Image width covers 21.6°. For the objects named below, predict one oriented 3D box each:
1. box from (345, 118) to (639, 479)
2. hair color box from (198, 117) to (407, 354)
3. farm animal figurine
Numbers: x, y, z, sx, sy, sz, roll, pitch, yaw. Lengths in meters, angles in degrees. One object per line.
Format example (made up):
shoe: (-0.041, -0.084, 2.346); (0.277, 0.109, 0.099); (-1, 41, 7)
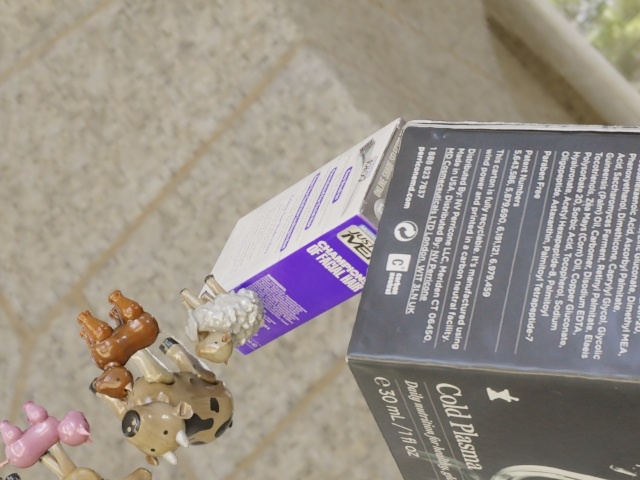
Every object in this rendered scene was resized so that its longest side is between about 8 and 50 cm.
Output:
box: (0.328, 0.136, 1.676); (0.472, 0.297, 0.480); (2, -34, 20)
hair color box: (0.000, 0.000, 2.151); (0.110, 0.185, 0.339); (41, -44, -17)
farm animal figurine: (-0.217, 0.224, 2.035); (0.327, 0.172, 0.330); (-15, -38, -52)
